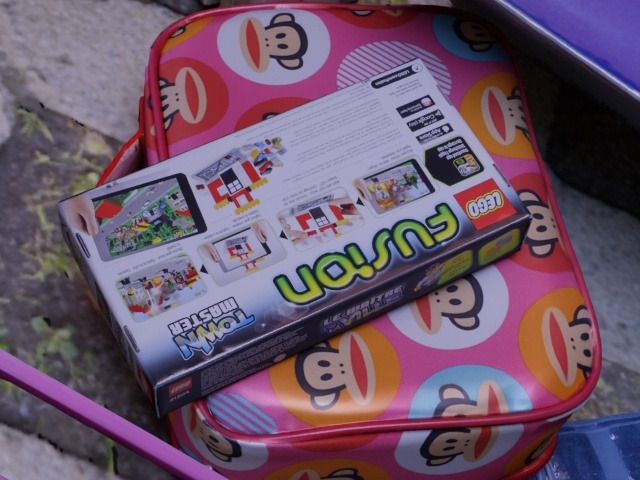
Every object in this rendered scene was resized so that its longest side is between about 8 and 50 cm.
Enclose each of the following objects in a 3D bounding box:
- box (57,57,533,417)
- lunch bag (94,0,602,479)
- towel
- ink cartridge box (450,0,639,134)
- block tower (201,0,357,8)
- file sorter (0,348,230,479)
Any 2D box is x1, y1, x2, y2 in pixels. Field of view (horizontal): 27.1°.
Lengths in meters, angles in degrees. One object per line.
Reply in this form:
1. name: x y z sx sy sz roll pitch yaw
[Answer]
1. box: -0.012 -0.007 0.662 0.207 0.036 0.114 -23 63 -17
2. lunch bag: 0.000 0.000 0.742 0.258 0.120 0.293 -3 58 -10
3. towel: 0.169 0.133 0.764 0.119 0.029 0.067 -3 58 -20
4. ink cartridge box: 0.206 -0.098 0.787 0.324 0.330 0.071 37 98 8
5. block tower: -0.078 -0.267 0.916 0.091 0.097 0.335 -17 61 -24
6. file sorter: -0.170 0.173 0.440 0.202 0.291 0.182 36 45 -22
